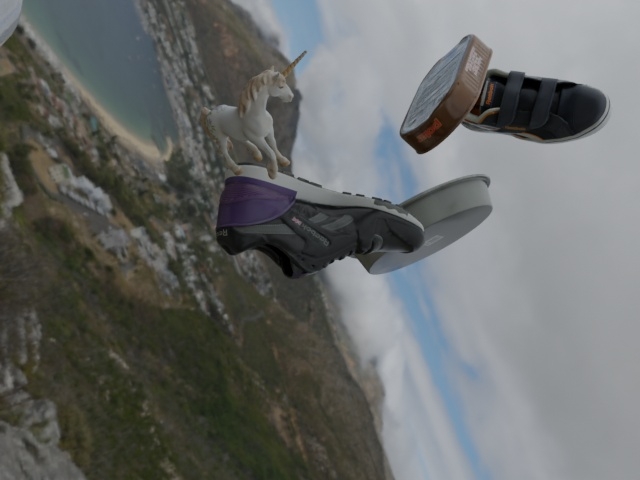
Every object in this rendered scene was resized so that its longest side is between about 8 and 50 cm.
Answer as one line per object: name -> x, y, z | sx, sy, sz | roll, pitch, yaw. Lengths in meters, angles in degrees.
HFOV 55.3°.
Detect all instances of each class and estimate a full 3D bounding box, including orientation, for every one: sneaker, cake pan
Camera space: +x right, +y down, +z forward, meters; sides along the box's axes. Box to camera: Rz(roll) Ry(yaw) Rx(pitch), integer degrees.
sneaker -> 0.402, -0.270, 1.223 | 0.127, 0.321, 0.126 | 22, 79, -50
cake pan -> 0.189, -0.020, 1.116 | 0.293, 0.293, 0.054 | 82, -17, -73
sneaker -> 0.000, 0.000, 0.804 | 0.107, 0.283, 0.124 | 146, -44, -67

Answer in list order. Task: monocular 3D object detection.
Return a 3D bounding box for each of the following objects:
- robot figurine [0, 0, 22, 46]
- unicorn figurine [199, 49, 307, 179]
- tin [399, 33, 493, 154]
robot figurine -> -0.322, -0.167, 0.415 | 0.209, 0.173, 0.278 | 56, 27, -37
unicorn figurine -> -0.074, -0.123, 0.654 | 0.060, 0.161, 0.111 | -60, 136, -43
tin -> 0.151, -0.180, 0.735 | 0.040, 0.106, 0.190 | 41, 47, -16
